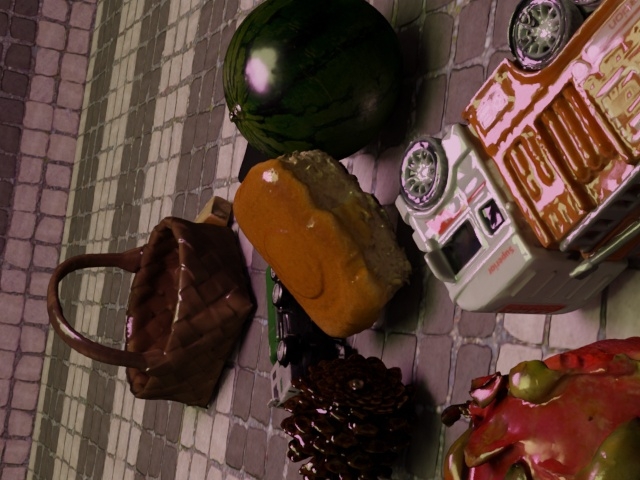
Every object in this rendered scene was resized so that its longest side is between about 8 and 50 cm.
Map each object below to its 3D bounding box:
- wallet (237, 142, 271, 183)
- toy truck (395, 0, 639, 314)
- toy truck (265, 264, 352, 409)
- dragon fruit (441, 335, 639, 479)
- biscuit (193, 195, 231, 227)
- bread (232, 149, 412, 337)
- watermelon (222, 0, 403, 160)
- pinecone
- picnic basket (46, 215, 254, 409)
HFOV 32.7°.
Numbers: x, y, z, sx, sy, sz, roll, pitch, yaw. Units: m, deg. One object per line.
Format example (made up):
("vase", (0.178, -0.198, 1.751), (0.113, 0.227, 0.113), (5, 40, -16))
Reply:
("wallet", (-0.069, -0.146, 1.776), (0.250, 0.044, 0.149), (28, 103, 65))
("toy truck", (0.238, -0.084, 0.942), (0.387, 0.173, 0.207), (-53, 45, 40))
("toy truck", (-0.028, 0.120, 1.523), (0.125, 0.101, 0.242), (122, 150, -48))
("dragon fruit", (0.212, 0.216, 0.846), (0.307, 0.227, 0.243), (107, 160, -47))
("biscuit", (-0.218, -0.020, 2.039), (0.188, 0.052, 0.056), (-43, 27, 52))
("bread", (0.000, 0.000, 1.365), (0.245, 0.121, 0.174), (50, 140, 1))
("watermelon", (-0.011, -0.217, 1.441), (0.242, 0.242, 0.242), (-35, 50, 57))
("pinecone", (0.030, 0.229, 1.296), (0.163, 0.163, 0.165), (-122, 37, -55))
("picnic basket", (-0.316, 0.116, 1.886), (0.337, 0.337, 0.293), (-64, 30, 32))
